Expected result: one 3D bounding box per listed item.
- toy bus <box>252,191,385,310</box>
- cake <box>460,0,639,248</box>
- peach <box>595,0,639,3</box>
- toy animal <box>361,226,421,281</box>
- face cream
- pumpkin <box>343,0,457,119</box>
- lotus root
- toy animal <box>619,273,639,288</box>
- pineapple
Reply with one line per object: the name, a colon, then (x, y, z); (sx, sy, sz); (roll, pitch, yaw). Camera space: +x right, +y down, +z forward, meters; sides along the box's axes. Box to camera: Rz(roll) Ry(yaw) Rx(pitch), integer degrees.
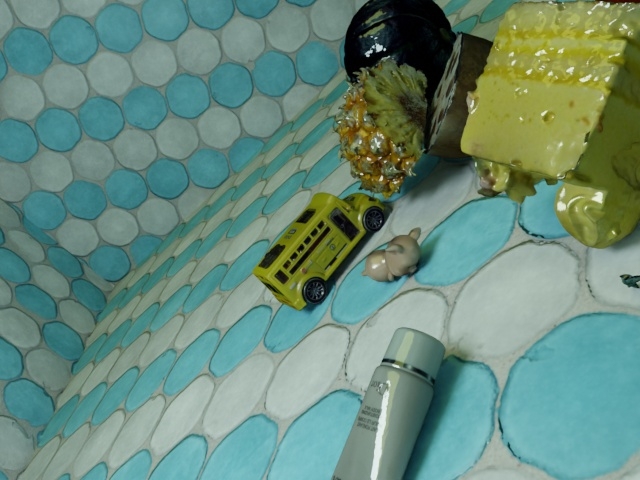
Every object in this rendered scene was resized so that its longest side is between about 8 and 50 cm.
toy bus: (0.000, 0.000, 1.374); (0.331, 0.151, 0.145); (-50, 22, -14)
cake: (0.351, -0.154, 0.809); (0.227, 0.222, 0.286); (35, 109, 55)
peach: (0.526, -0.430, 0.782); (0.372, 0.372, 0.290); (-41, 46, 13)
toy animal: (0.139, 0.037, 1.139); (0.150, 0.089, 0.084); (-41, 23, 39)
face cream: (0.088, 0.277, 0.816); (0.143, 0.089, 0.315); (-9, 52, 58)
pumpkin: (0.221, -0.478, 1.549); (0.266, 0.363, 0.363); (-18, 33, 38)
lotus root: (0.329, -0.289, 1.235); (0.272, 0.191, 0.272); (-164, 90, -83)
toy animal: (0.440, 0.012, 0.616); (0.252, 0.079, 0.070); (-30, 32, 39)
pineapple: (0.090, -0.232, 1.333); (0.286, 0.208, 0.345); (-53, 19, 46)
